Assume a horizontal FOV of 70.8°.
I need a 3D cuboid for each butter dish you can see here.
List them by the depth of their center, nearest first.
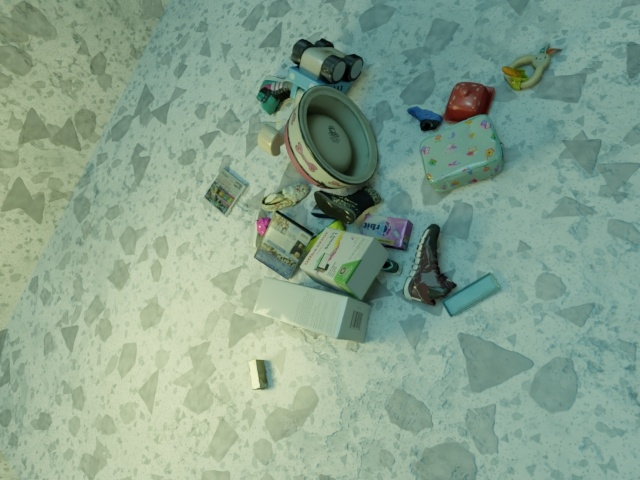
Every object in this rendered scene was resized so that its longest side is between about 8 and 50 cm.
[{"bbox_3d":[0.534,-0.519,1.645,0.160,0.118,0.160,17,83,30],"label":"butter dish"}]

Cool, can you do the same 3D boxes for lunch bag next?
[{"bbox_3d":[0.504,-0.313,1.607,0.279,0.108,0.224,-19,61,23],"label":"lunch bag"}]

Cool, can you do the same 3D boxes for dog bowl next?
[{"bbox_3d":[0.033,-0.382,1.756,0.150,0.407,0.408,-24,62,45],"label":"dog bowl"}]

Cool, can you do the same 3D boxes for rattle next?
[{"bbox_3d":[0.728,-0.635,1.561,0.199,0.142,0.130,-37,41,23],"label":"rattle"}]

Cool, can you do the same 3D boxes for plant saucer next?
[{"bbox_3d":[0.503,0.183,1.508,0.192,0.018,0.067,-35,60,18],"label":"plant saucer"}]

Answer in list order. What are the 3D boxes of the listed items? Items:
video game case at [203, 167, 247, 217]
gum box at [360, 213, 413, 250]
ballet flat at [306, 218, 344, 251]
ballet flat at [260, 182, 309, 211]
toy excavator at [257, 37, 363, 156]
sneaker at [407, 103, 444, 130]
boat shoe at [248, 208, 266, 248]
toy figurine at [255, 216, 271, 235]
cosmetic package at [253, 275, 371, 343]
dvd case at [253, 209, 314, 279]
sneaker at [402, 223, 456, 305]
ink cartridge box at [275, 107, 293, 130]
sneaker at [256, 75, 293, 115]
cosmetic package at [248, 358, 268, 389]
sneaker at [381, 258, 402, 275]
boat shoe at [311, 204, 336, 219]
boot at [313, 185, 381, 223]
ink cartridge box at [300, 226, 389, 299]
[{"bbox_3d":[-0.471,-0.237,2.218,0.201,0.023,0.183,38,95,33],"label":"video game case"},{"bbox_3d":[0.242,-0.032,1.703,0.188,0.062,0.107,10,80,33],"label":"gum box"},{"bbox_3d":[0.000,0.000,1.838,0.231,0.077,0.077,-34,90,17],"label":"ballet flat"},{"bbox_3d":[-0.163,-0.192,1.987,0.240,0.077,0.091,-25,63,22],"label":"ballet flat"},{"bbox_3d":[-0.057,-0.598,1.927,0.222,0.433,0.445,34,127,21],"label":"toy excavator"},{"bbox_3d":[0.394,-0.473,1.753,0.152,0.058,0.085,23,79,27],"label":"sneaker"},{"bbox_3d":[-0.291,-0.053,2.033,0.063,0.066,0.184,2,86,30],"label":"boat shoe"},{"bbox_3d":[-0.220,-0.059,1.930,0.173,0.159,0.130,31,91,35],"label":"toy figurine"},{"bbox_3d":[-0.033,0.257,1.688,0.384,0.217,0.156,8,79,34],"label":"cosmetic package"},{"bbox_3d":[-0.154,0.022,1.842,0.180,0.022,0.253,33,121,6],"label":"dvd case"},{"bbox_3d":[0.405,0.094,1.555,0.162,0.106,0.282,21,97,29],"label":"sneaker"},{"bbox_3d":[-0.144,-0.516,2.068,0.089,0.092,0.143,-6,73,29],"label":"ink cartridge box"},{"bbox_3d":[-0.199,-0.678,2.129,0.295,0.123,0.179,22,82,42],"label":"sneaker"},{"bbox_3d":[-0.252,0.542,1.821,0.041,0.060,0.115,-24,66,22],"label":"cosmetic package"},{"bbox_3d":[0.218,0.081,1.674,0.166,0.076,0.065,11,80,33],"label":"sneaker"},{"bbox_3d":[0.046,-0.126,1.848,0.183,0.066,0.066,10,72,29],"label":"boat shoe"},{"bbox_3d":[0.105,-0.161,1.781,0.178,0.085,0.236,-32,44,-26],"label":"boot"},{"bbox_3d":[0.083,0.077,1.661,0.278,0.117,0.201,15,66,52],"label":"ink cartridge box"}]
